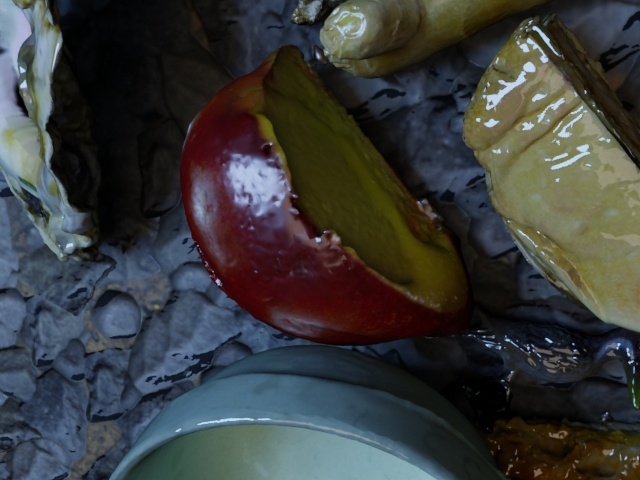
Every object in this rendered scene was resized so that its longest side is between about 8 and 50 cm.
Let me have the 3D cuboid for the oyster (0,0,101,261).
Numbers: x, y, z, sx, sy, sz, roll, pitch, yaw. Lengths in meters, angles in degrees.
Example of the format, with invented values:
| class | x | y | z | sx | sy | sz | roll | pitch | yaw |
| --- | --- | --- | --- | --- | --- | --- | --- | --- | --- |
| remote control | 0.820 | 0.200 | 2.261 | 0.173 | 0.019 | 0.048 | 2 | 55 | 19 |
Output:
| class | x | y | z | sx | sy | sz | roll | pitch | yaw |
| --- | --- | --- | --- | --- | --- | --- | --- | --- | --- |
| oyster | -0.242 | -0.130 | 0.474 | 0.201 | 0.107 | 0.355 | 39 | 139 | 18 |

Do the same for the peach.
| class | x | y | z | sx | sy | sz | roll | pitch | yaw |
| --- | --- | --- | --- | --- | --- | --- | --- | --- | --- |
| peach | -0.006 | 0.001 | 0.450 | 0.267 | 0.159 | 0.154 | 48 | 131 | -8 |

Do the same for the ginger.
| class | x | y | z | sx | sy | sz | roll | pitch | yaw |
| --- | --- | --- | --- | --- | --- | --- | --- | --- | --- |
| ginger | 0.141 | -0.194 | 0.402 | 0.298 | 0.118 | 0.065 | -21 | 102 | 10 |

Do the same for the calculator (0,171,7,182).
| class | x | y | z | sx | sy | sz | roll | pitch | yaw |
| --- | --- | --- | --- | --- | --- | --- | --- | --- | --- |
| calculator | -0.351 | -0.199 | 0.561 | 0.165 | 0.028 | 0.274 | 13 | 108 | 8 |

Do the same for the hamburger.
| class | x | y | z | sx | sy | sz | roll | pitch | yaw |
| --- | --- | --- | --- | --- | --- | --- | --- | --- | --- |
| hamburger | 0.205 | -0.031 | 0.418 | 0.131 | 0.124 | 0.262 | -37 | 87 | 37 |

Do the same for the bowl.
| class | x | y | z | sx | sy | sz | roll | pitch | yaw |
| --- | --- | --- | --- | --- | --- | --- | --- | --- | --- |
| bowl | 0.006 | 0.207 | 0.438 | 0.307 | 0.163 | 0.307 | 7 | 118 | 13 |

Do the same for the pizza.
| class | x | y | z | sx | sy | sz | roll | pitch | yaw |
| --- | --- | --- | --- | --- | --- | --- | --- | --- | --- |
| pizza | 0.182 | 0.260 | 0.503 | 0.226 | 0.086 | 0.335 | 45 | 111 | 0 |

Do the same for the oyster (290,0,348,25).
| class | x | y | z | sx | sy | sz | roll | pitch | yaw |
| --- | --- | --- | --- | --- | --- | --- | --- | --- | --- |
| oyster | 0.032 | -0.217 | 0.449 | 0.132 | 0.086 | 0.029 | 3 | 144 | 47 |

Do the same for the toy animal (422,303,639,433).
| class | x | y | z | sx | sy | sz | roll | pitch | yaw |
| --- | --- | --- | --- | --- | --- | --- | --- | --- | --- |
| toy animal | 0.189 | 0.097 | 0.472 | 0.202 | 0.070 | 0.105 | -15 | 80 | 21 |
